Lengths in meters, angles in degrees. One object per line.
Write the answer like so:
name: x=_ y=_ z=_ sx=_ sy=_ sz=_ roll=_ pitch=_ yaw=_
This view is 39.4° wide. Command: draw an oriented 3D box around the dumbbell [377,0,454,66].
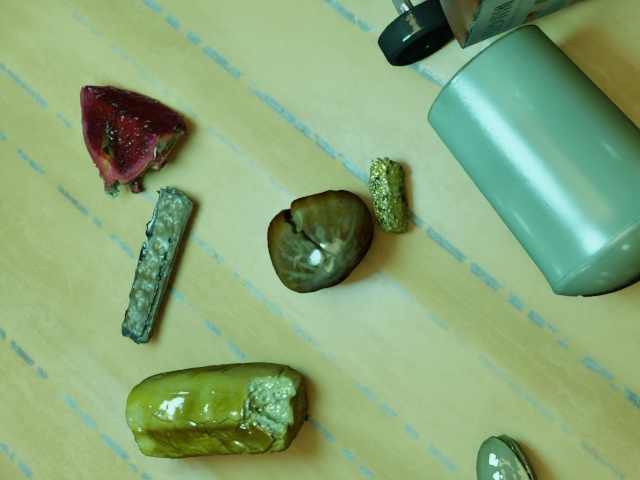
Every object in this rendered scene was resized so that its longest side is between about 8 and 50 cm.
dumbbell: x=0.142 y=-0.444 z=1.622 sx=0.152 sy=0.152 sz=0.218 roll=-31 pitch=81 yaw=17

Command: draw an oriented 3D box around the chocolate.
chocolate: x=-0.332 y=0.054 z=1.837 sx=0.102 sy=0.065 sz=0.329 roll=26 pitch=101 yaw=49

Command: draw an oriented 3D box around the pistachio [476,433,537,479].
pistachio: x=0.333 y=0.420 z=1.595 sx=0.113 sy=0.113 sz=0.149 roll=-20 pitch=86 yaw=18

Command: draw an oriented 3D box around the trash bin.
trash bin: x=0.403 y=-0.116 z=1.479 sx=0.280 sy=0.280 sz=0.432 roll=-41 pitch=75 yaw=15

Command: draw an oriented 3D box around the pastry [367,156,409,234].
pastry: x=0.129 y=-0.083 z=1.675 sx=0.056 sy=0.080 sz=0.140 roll=-6 pitch=82 yaw=46

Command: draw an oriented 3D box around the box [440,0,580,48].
box: x=0.393 y=-0.471 z=1.380 sx=0.385 sy=0.344 sz=0.122 roll=-22 pitch=83 yaw=-1

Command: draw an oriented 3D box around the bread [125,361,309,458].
bread: x=-0.200 y=0.318 z=1.733 sx=0.343 sy=0.195 sz=0.149 roll=-8 pitch=108 yaw=19

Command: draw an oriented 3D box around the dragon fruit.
dragon fruit: x=-0.384 y=-0.190 z=1.829 sx=0.262 sy=0.134 sz=0.212 roll=37 pitch=114 yaw=30

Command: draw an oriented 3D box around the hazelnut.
hazelnut: x=-0.002 y=-0.002 z=1.662 sx=0.212 sy=0.181 sz=0.181 roll=-40 pitch=80 yaw=16
